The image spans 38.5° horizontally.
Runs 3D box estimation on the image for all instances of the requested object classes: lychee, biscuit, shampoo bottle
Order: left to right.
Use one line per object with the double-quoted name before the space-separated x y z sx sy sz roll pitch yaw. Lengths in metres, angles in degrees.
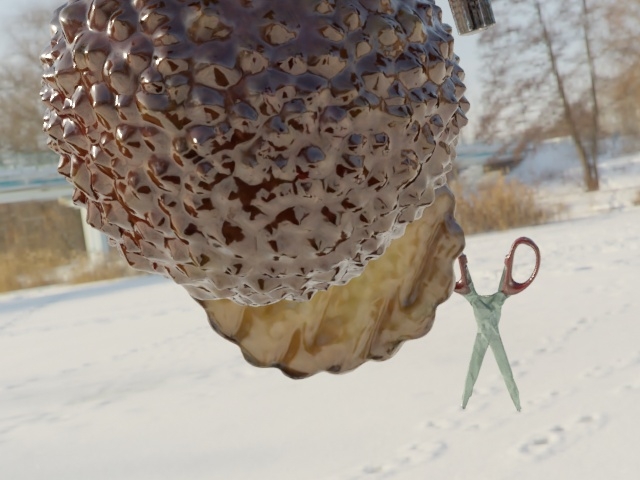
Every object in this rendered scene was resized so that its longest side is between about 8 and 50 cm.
"lychee" -0.039 -0.087 0.634 0.304 0.276 0.275 20 -12 -25
"biscuit" 0.000 0.000 1.067 0.325 0.326 0.107 -8 8 1
"shampoo bottle" 0.199 -0.446 1.373 0.104 0.278 0.104 -17 8 3

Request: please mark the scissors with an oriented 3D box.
"scissors" 0.228 0.116 1.247 0.144 0.248 0.017 0 13 18
